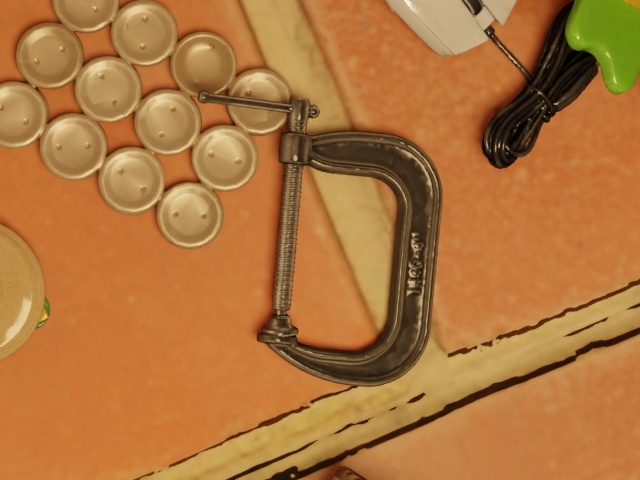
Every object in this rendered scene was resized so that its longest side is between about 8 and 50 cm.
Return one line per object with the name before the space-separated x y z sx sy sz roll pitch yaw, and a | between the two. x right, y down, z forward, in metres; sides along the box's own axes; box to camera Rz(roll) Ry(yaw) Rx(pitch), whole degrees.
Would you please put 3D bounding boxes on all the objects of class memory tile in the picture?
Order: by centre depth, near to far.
memory tile | -0.099 -0.073 1.046 0.148 0.012 0.113 30 86 -2

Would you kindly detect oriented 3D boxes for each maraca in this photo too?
maraca | 0.164 -0.165 1.020 0.127 0.099 0.185 3 76 -33

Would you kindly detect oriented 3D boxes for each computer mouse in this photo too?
computer mouse | 0.069 -0.139 1.047 0.193 0.042 0.106 44 86 -2

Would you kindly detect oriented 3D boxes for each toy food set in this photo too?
toy food set | -0.189 0.029 1.030 0.083 0.020 0.082 -25 90 -6

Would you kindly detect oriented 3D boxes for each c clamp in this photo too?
c clamp | 0.000 0.000 1.044 0.137 0.022 0.160 0 90 -15

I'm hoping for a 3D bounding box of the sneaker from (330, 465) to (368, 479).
sneaker | 0.074 0.254 0.970 0.282 0.099 0.153 35 86 28
